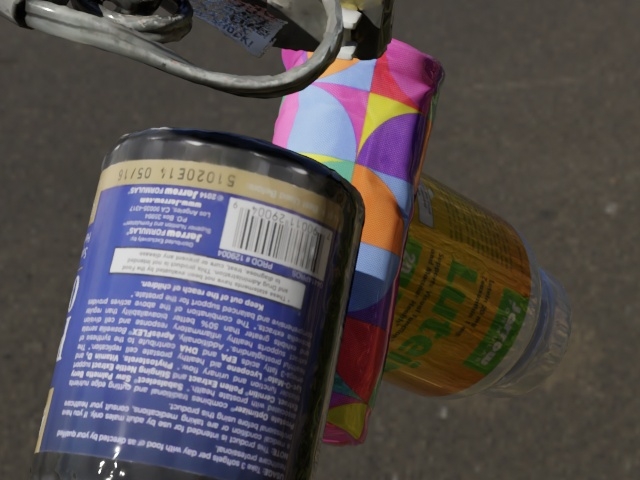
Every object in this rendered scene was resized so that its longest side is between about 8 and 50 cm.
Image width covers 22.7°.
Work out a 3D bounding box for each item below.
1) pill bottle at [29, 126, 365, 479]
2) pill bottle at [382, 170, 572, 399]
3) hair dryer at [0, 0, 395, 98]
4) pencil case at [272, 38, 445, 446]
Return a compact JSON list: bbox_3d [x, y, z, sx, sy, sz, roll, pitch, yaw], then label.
[{"bbox_3d":[-0.057,0.071,0.698,0.123,0.219,0.123,11,-15,3],"label":"pill bottle"},{"bbox_3d":[0.061,0.028,1.060,0.246,0.136,0.136,26,2,-45],"label":"pill bottle"},{"bbox_3d":[-0.112,-0.127,0.488,0.293,0.080,0.223,20,11,8],"label":"hair dryer"},{"bbox_3d":[0.000,0.000,0.887,0.104,0.236,0.104,14,-12,3],"label":"pencil case"}]
